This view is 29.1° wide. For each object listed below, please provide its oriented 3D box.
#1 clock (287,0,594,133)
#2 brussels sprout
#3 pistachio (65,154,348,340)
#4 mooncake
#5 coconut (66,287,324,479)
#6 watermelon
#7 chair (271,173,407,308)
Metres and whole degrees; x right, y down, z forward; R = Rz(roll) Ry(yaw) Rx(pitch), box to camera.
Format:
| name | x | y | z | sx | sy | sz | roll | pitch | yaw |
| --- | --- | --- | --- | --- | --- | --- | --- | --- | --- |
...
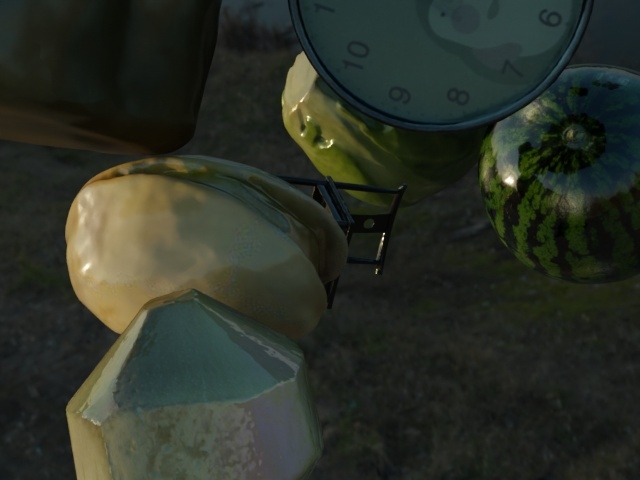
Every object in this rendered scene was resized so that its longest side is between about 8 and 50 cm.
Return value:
| name | x | y | z | sx | sy | sz | roll | pitch | yaw |
| --- | --- | --- | --- | --- | --- | --- | --- | --- | --- |
| clock | 0.120 | -0.263 | 1.252 | 0.319 | 0.318 | 0.066 | -14 | 10 | 9 |
| brussels sprout | 0.125 | -0.220 | 2.157 | 0.371 | 0.314 | 0.276 | 5 | -24 | -27 |
| pistachio | -0.132 | 0.012 | 1.376 | 0.321 | 0.238 | 0.229 | 10 | 49 | 16 |
| mooncake | -0.330 | -0.238 | 1.261 | 0.467 | 0.262 | 0.467 | 8 | 1 | 0 |
| coconut | -0.122 | 0.170 | 1.167 | 0.259 | 0.259 | 0.259 | -15 | 29 | 8 |
| watermelon | 0.342 | -0.086 | 1.566 | 0.285 | 0.285 | 0.285 | -15 | 29 | 8 |
| chair | 0.000 | 0.000 | 1.736 | 0.260 | 0.154 | 0.141 | 4 | 31 | -19 |
